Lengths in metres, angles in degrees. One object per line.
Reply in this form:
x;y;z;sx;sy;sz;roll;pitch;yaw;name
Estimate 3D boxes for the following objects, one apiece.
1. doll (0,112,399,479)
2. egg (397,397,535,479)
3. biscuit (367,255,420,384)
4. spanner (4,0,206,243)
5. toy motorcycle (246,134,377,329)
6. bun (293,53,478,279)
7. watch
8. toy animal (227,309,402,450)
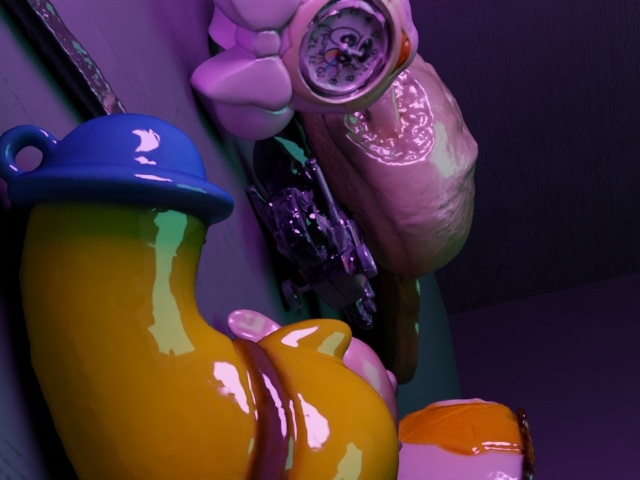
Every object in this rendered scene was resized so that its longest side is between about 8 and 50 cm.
-0.062;0.094;0.416;0.362;0.199;0.145;57;-29;-8;doll
0.139;0.342;0.914;0.337;0.201;0.336;6;90;-76;egg
0.119;0.082;1.327;0.312;0.057;0.351;93;-4;-51;biscuit
-0.151;-0.100;0.519;0.325;0.026;0.093;63;16;-44;spanner
0.000;0.000;0.939;0.307;0.108;0.173;54;15;-58;toy motorcycle
0.100;-0.133;1.076;0.364;0.202;0.364;61;-7;12;bun
-0.040;-0.238;0.837;0.217;0.249;0.210;52;-43;46;watch
-0.005;0.173;0.602;0.248;0.149;0.165;-96;-177;-65;toy animal
